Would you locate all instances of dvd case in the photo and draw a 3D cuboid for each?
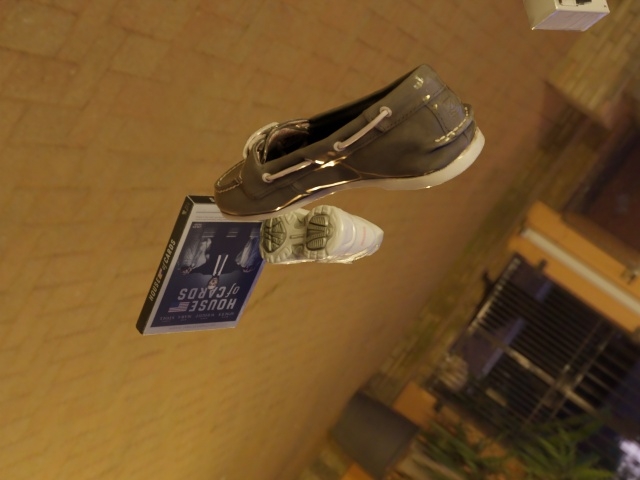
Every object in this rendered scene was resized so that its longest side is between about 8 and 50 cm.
[{"bbox_3d":[-0.162,0.038,1.518,0.179,0.029,0.239,-1,126,-42],"label":"dvd case"}]

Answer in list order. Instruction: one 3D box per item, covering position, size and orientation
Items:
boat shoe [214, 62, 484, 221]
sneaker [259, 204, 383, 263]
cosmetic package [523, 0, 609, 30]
[{"bbox_3d":[0.003,-0.095,0.963,0.335,0.095,0.112,-8,-147,45],"label":"boat shoe"},{"bbox_3d":[0.000,0.000,1.413,0.115,0.232,0.090,12,89,-33],"label":"sneaker"},{"bbox_3d":[0.311,-0.407,1.383,0.098,0.239,0.060,-5,164,-31],"label":"cosmetic package"}]
